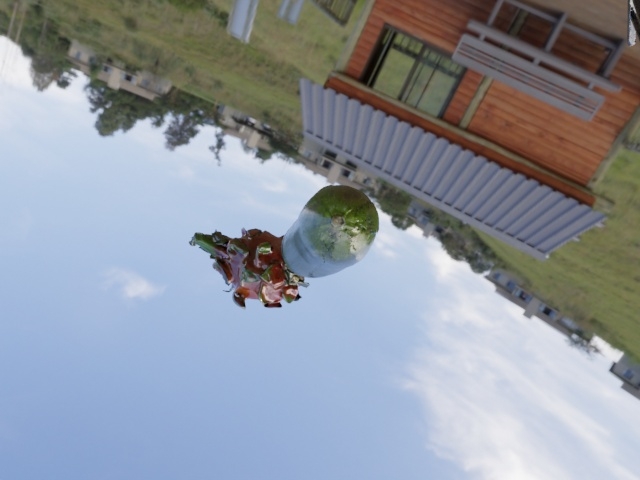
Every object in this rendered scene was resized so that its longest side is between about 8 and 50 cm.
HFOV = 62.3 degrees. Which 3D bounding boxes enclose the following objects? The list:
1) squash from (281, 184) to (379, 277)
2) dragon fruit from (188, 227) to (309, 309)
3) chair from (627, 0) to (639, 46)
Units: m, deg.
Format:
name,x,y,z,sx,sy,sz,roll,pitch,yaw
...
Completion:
name,x,y,z,sx,sy,sz,roll,pitch,yaw
squash,0.001,0.001,0.611,0.087,0.087,0.331,24,167,-6
dragon fruit,-0.130,0.044,0.945,0.236,0.137,0.135,7,-171,9
chair,0.345,-0.259,0.509,0.212,0.084,0.101,51,-145,-47
